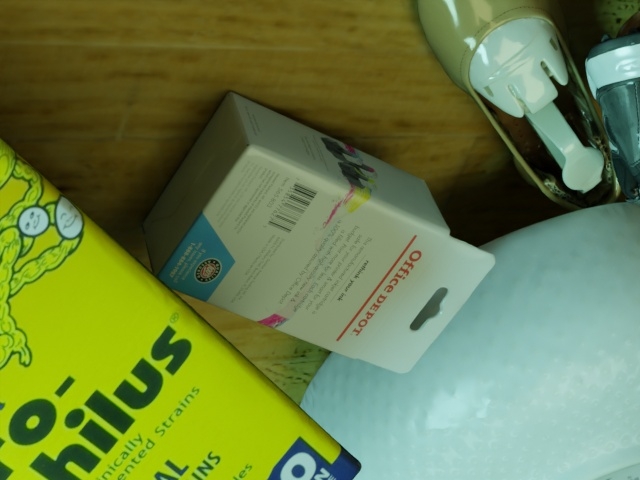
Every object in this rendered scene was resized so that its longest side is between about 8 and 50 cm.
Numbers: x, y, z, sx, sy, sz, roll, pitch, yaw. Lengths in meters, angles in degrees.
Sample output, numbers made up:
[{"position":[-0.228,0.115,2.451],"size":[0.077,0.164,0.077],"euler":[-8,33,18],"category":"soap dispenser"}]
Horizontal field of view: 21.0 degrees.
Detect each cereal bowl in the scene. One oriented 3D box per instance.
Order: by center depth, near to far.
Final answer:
[{"position":[0.160,0.129,1.173],"size":[0.339,0.141,0.339],"euler":[-17,148,-11],"category":"cereal bowl"}]

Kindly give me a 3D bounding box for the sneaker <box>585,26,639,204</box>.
[{"position":[0.213,-0.060,1.048],"size":[0.078,0.106,0.234],"euler":[-12,173,18],"category":"sneaker"}]

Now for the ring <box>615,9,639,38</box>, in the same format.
[{"position":[0.336,-0.160,1.003],"size":[0.337,0.032,0.336],"euler":[-11,172,-2],"category":"ring"}]

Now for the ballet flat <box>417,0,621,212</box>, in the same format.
[{"position":[0.131,-0.091,1.035],"size":[0.080,0.073,0.232],"euler":[-37,140,6],"category":"ballet flat"}]

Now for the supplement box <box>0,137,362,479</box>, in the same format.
[{"position":[-0.177,0.061,0.828],"size":[0.194,0.195,0.356],"euler":[-50,134,-6],"category":"supplement box"}]

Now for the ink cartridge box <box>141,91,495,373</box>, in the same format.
[{"position":[0.000,0.000,1.015],"size":[0.181,0.061,0.104],"euler":[23,116,-29],"category":"ink cartridge box"}]
